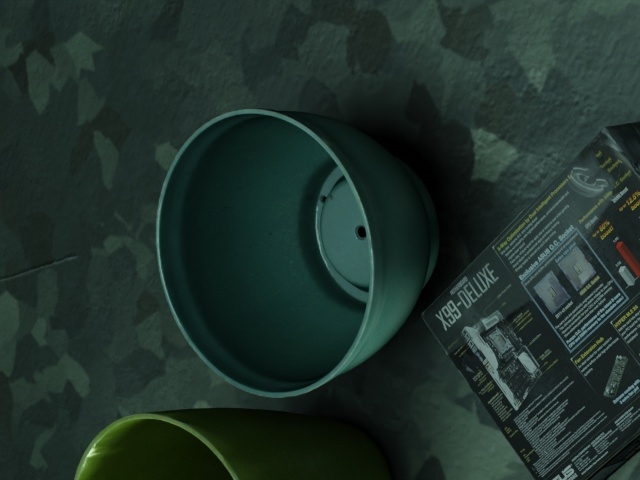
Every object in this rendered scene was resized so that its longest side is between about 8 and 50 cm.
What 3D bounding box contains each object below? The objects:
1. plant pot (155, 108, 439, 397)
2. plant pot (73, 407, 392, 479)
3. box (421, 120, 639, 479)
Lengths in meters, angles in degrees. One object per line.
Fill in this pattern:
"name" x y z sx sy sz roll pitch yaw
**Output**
"plant pot" 0.000 0.000 2.043 0.293 0.196 0.293 9 104 39
"plant pot" -0.066 0.289 2.087 0.275 0.293 0.275 8 103 39
"box" 0.269 0.074 1.905 0.242 0.076 0.307 55 127 19
